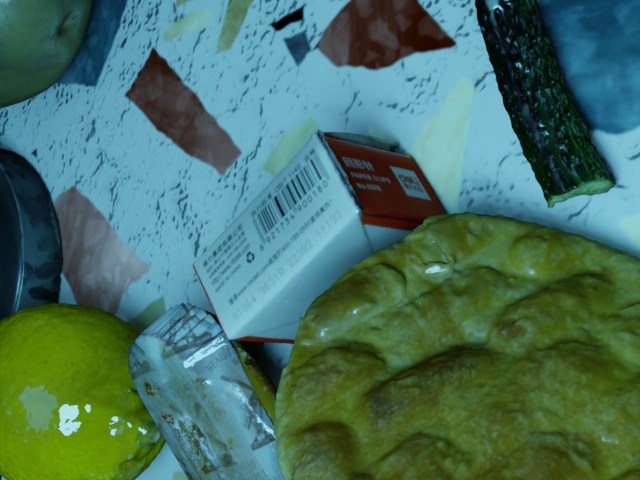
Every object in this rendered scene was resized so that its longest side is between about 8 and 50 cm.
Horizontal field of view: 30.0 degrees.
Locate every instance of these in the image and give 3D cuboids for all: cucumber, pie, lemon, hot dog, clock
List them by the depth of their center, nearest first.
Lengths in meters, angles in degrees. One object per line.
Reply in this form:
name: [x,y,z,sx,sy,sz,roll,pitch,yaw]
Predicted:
pie: [0.125,0.112,0.803,0.339,0.339,0.083,36,150,37]
cucumber: [0.167,-0.114,0.925,0.058,0.058,0.187,-32,64,34]
hot dog: [-0.069,0.177,1.035,0.144,0.075,0.268,-26,91,48]
lemon: [-0.245,0.155,1.159,0.256,0.188,0.188,19,97,38]
clock: [-0.419,0.037,1.406,0.312,0.061,0.313,-6,81,40]

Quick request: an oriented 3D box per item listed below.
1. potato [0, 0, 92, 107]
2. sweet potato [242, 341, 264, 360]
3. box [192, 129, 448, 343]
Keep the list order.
potato: [-0.380,-0.258,1.292,0.326,0.243,0.221,-28,49,51]
sweet potato: [-0.085,0.117,1.119,0.056,0.056,0.195,26,96,39]
box: [0.000,0.000,1.005,0.182,0.133,0.099,-46,58,29]
